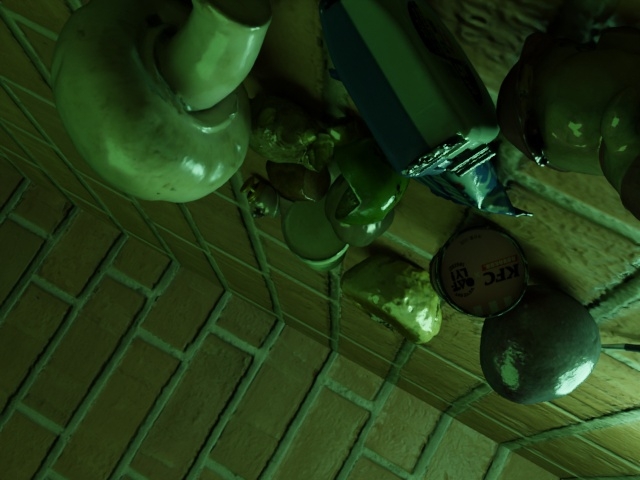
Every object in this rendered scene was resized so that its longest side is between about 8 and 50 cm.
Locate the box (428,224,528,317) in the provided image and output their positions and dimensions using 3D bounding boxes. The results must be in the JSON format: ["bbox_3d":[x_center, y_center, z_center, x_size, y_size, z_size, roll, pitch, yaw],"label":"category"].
[{"bbox_3d":[0.258,0.053,1.354,0.151,0.151,0.135,32,175,-3],"label":"box"}]

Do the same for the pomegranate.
[{"bbox_3d":[0.076,-0.109,1.229,0.123,0.168,0.143,0,-167,15],"label":"pomegranate"}]

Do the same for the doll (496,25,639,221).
[{"bbox_3d":[0.275,-0.113,0.737,0.256,0.152,0.196,36,-179,44],"label":"doll"}]

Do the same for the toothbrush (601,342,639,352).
[{"bbox_3d":[0.569,0.193,1.434,0.024,0.026,0.288,19,171,-28],"label":"toothbrush"}]

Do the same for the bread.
[{"bbox_3d":[0.169,0.121,1.769,0.245,0.134,0.244,30,168,7],"label":"bread"}]

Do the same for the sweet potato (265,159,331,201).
[{"bbox_3d":[-0.046,-0.122,1.453,0.097,0.097,0.252,36,177,-20],"label":"sweet potato"}]

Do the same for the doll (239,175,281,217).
[{"bbox_3d":[-0.121,-0.078,1.766,0.127,0.084,0.073,39,154,-21],"label":"doll"}]

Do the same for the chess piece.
[{"bbox_3d":[0.000,0.000,1.703,0.145,0.144,0.251,29,170,8],"label":"chess piece"}]

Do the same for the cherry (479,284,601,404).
[{"bbox_3d":[0.382,0.185,1.409,0.183,0.213,0.266,53,169,42],"label":"cherry"}]

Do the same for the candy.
[{"bbox_3d":[0.157,-0.125,1.086,0.187,0.077,0.331,21,165,39],"label":"candy"}]

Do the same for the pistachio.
[{"bbox_3d":[0.067,-0.059,1.428,0.126,0.108,0.185,0,149,14],"label":"pistachio"}]

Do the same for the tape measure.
[{"bbox_3d":[0.058,-0.224,0.825,0.351,0.098,0.215,63,-154,9],"label":"tape measure"}]

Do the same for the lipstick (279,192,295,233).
[{"bbox_3d":[-0.059,-0.062,1.717,0.045,0.045,0.145,28,151,16],"label":"lipstick"}]

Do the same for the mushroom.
[{"bbox_3d":[-0.235,-0.222,1.110,0.315,0.315,0.356,27,155,16],"label":"mushroom"}]

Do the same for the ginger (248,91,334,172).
[{"bbox_3d":[-0.060,-0.173,1.283,0.157,0.102,0.216,33,177,-30],"label":"ginger"}]
